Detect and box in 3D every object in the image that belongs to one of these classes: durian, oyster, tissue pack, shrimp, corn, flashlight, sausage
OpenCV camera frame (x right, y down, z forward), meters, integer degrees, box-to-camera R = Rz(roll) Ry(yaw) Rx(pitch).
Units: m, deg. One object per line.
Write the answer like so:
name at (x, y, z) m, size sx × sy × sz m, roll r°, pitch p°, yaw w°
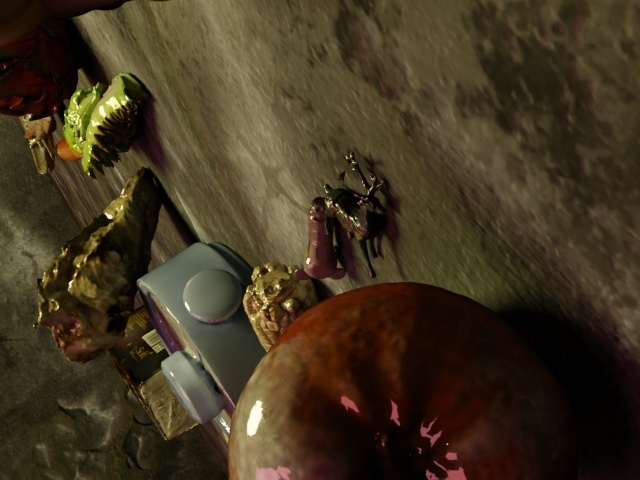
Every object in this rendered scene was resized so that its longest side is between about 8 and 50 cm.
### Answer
durian at (-0.335, -0.170, 1.183) m, size 0.132 × 0.106 × 0.375 m, roll 64°, pitch 156°, yaw -4°
oyster at (-0.345, 0.037, 1.265) m, size 0.133 × 0.337 × 0.198 m, roll 8°, pitch 146°, yaw 5°
tissue pack at (-0.366, 0.293, 1.843) m, size 0.370 × 0.210 × 0.198 m, roll 25°, pitch 137°, yaw 60°
shrimp at (-0.642, -0.292, 1.745) m, size 0.168 × 0.077 × 0.317 m, roll 35°, pitch 139°, yaw 48°
corn at (-0.030, 0.113, 0.917) m, size 0.087 × 0.087 × 0.211 m, roll 41°, pitch 159°, yaw 40°
flashlight at (0.000, 0.000, 0.735) m, size 0.110 × 0.052 × 0.031 m, roll 91°, pitch 178°, yaw -48°
sausage at (-0.556, -0.208, 1.738) m, size 0.053 × 0.053 × 0.348 m, roll 63°, pitch 160°, yaw -17°

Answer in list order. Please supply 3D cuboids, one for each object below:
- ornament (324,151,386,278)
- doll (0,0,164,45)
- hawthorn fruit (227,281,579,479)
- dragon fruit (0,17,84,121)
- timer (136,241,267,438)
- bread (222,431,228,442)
ornament at (0.026, -0.028, 0.633) m, size 0.073 × 0.028 × 0.125 m, roll 45°, pitch 160°, yaw 31°
doll at (-0.195, -0.317, 0.510) m, size 0.318 × 0.209 × 0.340 m, roll -92°, pitch -13°, yaw -57°
hawthorn fruit at (0.070, 0.143, 0.540) m, size 0.235 × 0.263 × 0.231 m, roll 35°, pitch 116°, yaw 29°
dragon fruit at (-0.475, -0.278, 1.224) m, size 0.182 × 0.188 × 0.182 m, roll 54°, pitch 171°, yaw 12°
timer at (-0.145, 0.178, 1.158) m, size 0.395 × 0.173 × 0.395 m, roll 49°, pitch 160°, yaw 25°
bread at (-0.147, 0.382, 1.598) m, size 0.129 × 0.111 × 0.114 m, roll 61°, pitch 169°, yaw 4°
